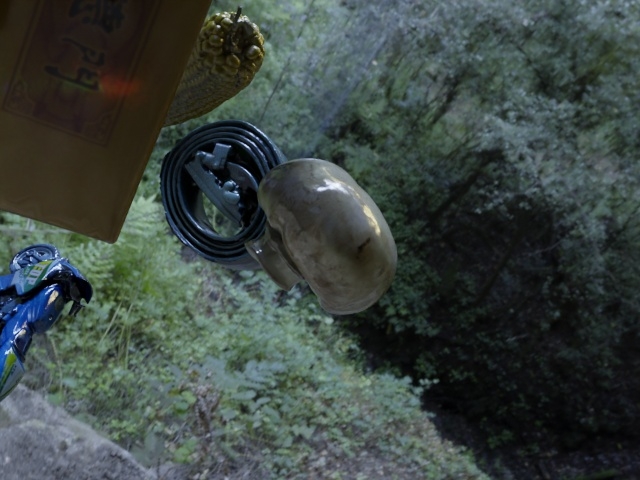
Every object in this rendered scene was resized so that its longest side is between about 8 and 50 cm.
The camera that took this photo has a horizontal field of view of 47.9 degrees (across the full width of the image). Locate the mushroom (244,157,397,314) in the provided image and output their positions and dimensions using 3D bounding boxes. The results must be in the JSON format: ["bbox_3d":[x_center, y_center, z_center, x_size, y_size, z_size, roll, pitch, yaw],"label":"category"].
[{"bbox_3d":[0.000,0.000,0.704,0.127,0.166,0.166,-37,78,4],"label":"mushroom"}]

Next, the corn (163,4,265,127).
[{"bbox_3d":[-0.171,-0.222,0.990,0.102,0.310,0.101,10,73,-34],"label":"corn"}]

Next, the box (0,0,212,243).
[{"bbox_3d":[-0.165,-0.205,0.553,0.116,0.264,0.415,18,17,-22],"label":"box"}]

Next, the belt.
[{"bbox_3d":[-0.131,-0.060,1.136,0.206,0.116,0.267,-34,69,7],"label":"belt"}]

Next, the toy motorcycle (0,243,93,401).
[{"bbox_3d":[-0.372,0.093,0.898,0.136,0.092,0.254,5,42,12],"label":"toy motorcycle"}]
